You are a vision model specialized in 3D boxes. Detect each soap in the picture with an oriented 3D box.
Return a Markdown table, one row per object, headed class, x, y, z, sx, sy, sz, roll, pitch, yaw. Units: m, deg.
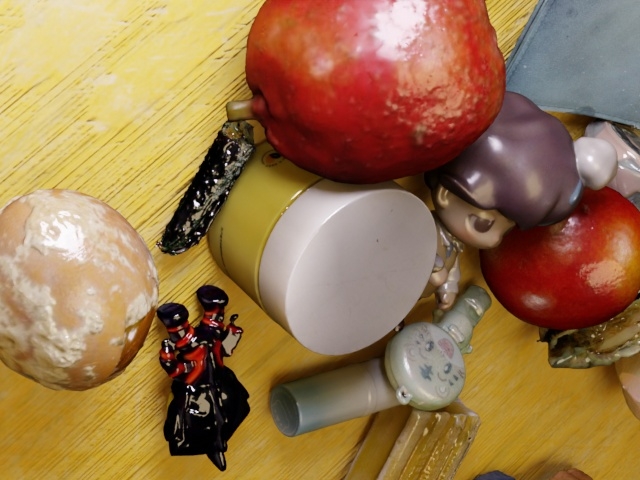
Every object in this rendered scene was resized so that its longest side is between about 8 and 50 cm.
| class | x | y | z | sx | sy | sz | roll | pitch | yaw |
| --- | --- | --- | --- | --- | --- | --- | --- | --- | --- |
| soap | 0.123 | 0.367 | 1.759 | 0.173 | 0.089 | 0.274 | 14 | 107 | -43 |

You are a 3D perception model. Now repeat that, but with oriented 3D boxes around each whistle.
| class | x | y | z | sx | sy | sz | roll | pitch | yaw |
| --- | --- | --- | --- | --- | --- | --- | --- | --- | --- |
| whistle | 0.171 | 0.152 | 1.624 | 0.126 | 0.067 | 0.258 | 50 | 49 | -6 |

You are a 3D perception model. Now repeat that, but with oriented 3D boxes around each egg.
| class | x | y | z | sx | sy | sz | roll | pitch | yaw |
| --- | --- | --- | --- | --- | --- | --- | --- | --- | --- |
| egg | -0.262 | 0.050 | 1.170 | 0.195 | 0.195 | 0.233 | -21 | 134 | -28 |

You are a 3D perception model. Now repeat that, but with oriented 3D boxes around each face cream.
| class | x | y | z | sx | sy | sz | roll | pitch | yaw |
| --- | --- | --- | --- | --- | --- | --- | --- | --- | --- |
| face cream | 0.000 | 0.000 | 1.357 | 0.218 | 0.179 | 0.218 | -20 | 128 | -28 |
| face cream | 0.051 | 0.213 | 1.609 | 0.250 | 0.077 | 0.077 | -10 | 122 | -35 |

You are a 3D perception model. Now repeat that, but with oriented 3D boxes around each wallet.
| class | x | y | z | sx | sy | sz | roll | pitch | yaw |
| --- | --- | --- | --- | --- | --- | --- | --- | --- | --- |
| wallet | 0.400 | -0.269 | 1.527 | 0.290 | 0.054 | 0.251 | 1 | 131 | -27 |

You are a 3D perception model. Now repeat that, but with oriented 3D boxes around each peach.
| class | x | y | z | sx | sy | sz | roll | pitch | yaw |
| --- | --- | --- | --- | --- | --- | --- | --- | --- | --- |
| peach | 0.345 | 0.019 | 1.620 | 0.243 | 0.199 | 0.243 | 4 | 135 | 4 |

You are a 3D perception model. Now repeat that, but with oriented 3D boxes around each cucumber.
| class | x | y | z | sx | sy | sz | roll | pitch | yaw |
| --- | --- | --- | --- | --- | --- | --- | --- | --- | --- |
| cucumber | -0.131 | -0.059 | 1.307 | 0.053 | 0.053 | 0.181 | 27 | 98 | -45 |

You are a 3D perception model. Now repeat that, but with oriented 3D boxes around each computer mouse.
| class | x | y | z | sx | sy | sz | roll | pitch | yaw |
| --- | --- | --- | --- | --- | --- | --- | --- | --- | --- |
| computer mouse | 0.514 | -0.089 | 1.728 | 0.389 | 0.199 | 0.115 | 12 | 129 | -42 |

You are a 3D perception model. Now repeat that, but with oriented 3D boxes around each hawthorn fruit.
| class | x | y | z | sx | sy | sz | roll | pitch | yaw |
| --- | --- | --- | --- | --- | --- | --- | --- | --- | --- |
| hawthorn fruit | 0.043 | -0.189 | 1.233 | 0.307 | 0.265 | 0.265 | -15 | 128 | -6 |

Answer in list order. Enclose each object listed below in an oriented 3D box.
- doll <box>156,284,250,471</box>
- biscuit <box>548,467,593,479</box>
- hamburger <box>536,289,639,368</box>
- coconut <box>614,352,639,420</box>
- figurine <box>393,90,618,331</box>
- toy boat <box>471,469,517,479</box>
| class | x | y | z | sx | sy | sz | roll | pitch | yaw |
| --- | --- | --- | --- | --- | --- | --- | --- | --- | --- |
| doll | -0.147 | 0.180 | 1.431 | 0.127 | 0.088 | 0.248 | -13 | 117 | -8 |
| biscuit | 0.379 | 0.583 | 2.050 | 0.455 | 0.078 | 0.349 | -3 | 117 | -58 |
| hamburger | 0.466 | 0.082 | 1.799 | 0.288 | 0.192 | 0.167 | -22 | 128 | 7 |
| coconut | 0.625 | 0.223 | 1.989 | 0.224 | 0.224 | 0.234 | -40 | 147 | -12 |
| figurine | 0.190 | -0.025 | 1.477 | 0.218 | 0.206 | 0.365 | 26 | 100 | -37 |
| toy boat | 0.242 | 0.495 | 1.947 | 0.283 | 0.078 | 0.127 | -33 | 132 | -18 |
